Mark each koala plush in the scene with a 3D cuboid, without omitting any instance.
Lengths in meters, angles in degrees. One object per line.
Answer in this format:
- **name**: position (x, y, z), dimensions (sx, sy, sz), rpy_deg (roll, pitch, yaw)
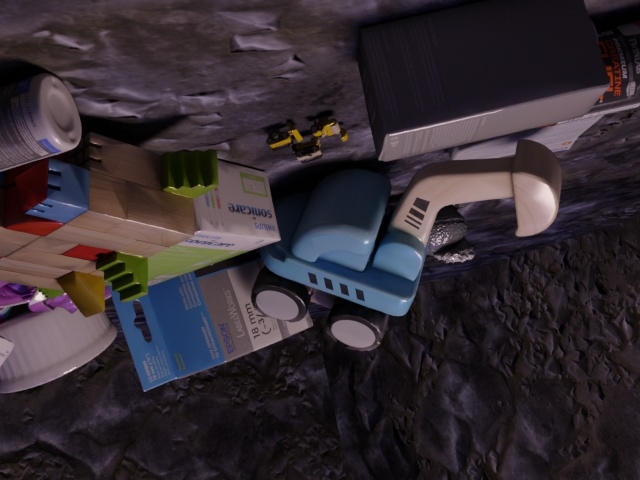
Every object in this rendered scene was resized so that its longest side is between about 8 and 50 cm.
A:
- **koala plush**: position (0.200, -0.011, 1.550), dimensions (0.221, 0.196, 0.203), rpy_deg (-10, 160, 10)

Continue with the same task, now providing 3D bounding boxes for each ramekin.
- **ramekin**: position (-0.578, 0.186, 1.558), dimensions (0.277, 0.135, 0.277), rpy_deg (-18, -165, 5)

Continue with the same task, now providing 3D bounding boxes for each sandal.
- **sandal**: position (-0.441, 0.072, 1.318), dimensions (0.169, 0.102, 0.416), rpy_deg (-47, 165, 14)

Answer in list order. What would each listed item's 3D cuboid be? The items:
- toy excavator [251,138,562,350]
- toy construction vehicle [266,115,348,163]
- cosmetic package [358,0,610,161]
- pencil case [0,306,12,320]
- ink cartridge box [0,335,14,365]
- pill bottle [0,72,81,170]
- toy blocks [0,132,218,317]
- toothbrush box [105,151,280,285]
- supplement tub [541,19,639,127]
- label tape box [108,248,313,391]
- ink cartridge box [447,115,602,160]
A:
- **toy excavator**: position (0.118, -0.020, 1.234), dimensions (0.433, 0.222, 0.445), rpy_deg (19, 140, 4)
- **toy construction vehicle**: position (-0.017, -0.144, 1.028), dimensions (0.098, 0.035, 0.086), rpy_deg (-18, 157, 13)
- **cosmetic package**: position (0.167, -0.178, 0.805), dimensions (0.238, 0.127, 0.107), rpy_deg (-10, 169, -2)
- **pencil case**: position (-0.618, 0.090, 1.358), dimensions (0.104, 0.104, 0.236), rpy_deg (-10, 171, -14)
- **ink cartridge box**: position (-0.671, 0.156, 1.300), dimensions (0.219, 0.092, 0.160), rpy_deg (25, 165, 13)
- **pill bottle**: position (-0.314, -0.108, 0.735), dimensions (0.137, 0.078, 0.078), rpy_deg (-15, 169, 10)
- **toy blocks**: position (-0.345, -0.034, 0.909), dimensions (0.381, 0.191, 0.261), rpy_deg (-20, 156, 38)
- **toothbrush box**: position (-0.239, -0.021, 1.155), dimensions (0.283, 0.122, 0.206), rpy_deg (-17, 168, 28)
- **supplement tub**: position (0.348, -0.207, 0.914), dimensions (0.198, 0.106, 0.106), rpy_deg (-13, 169, -1)
- **label tape box**: position (-0.196, 0.104, 1.378), dimensions (0.333, 0.241, 0.106), rpy_deg (-18, 177, -43)
- **ink cartridge box**: position (0.320, -0.175, 1.200), dimensions (0.223, 0.045, 0.224), rpy_deg (-11, 170, -1)
